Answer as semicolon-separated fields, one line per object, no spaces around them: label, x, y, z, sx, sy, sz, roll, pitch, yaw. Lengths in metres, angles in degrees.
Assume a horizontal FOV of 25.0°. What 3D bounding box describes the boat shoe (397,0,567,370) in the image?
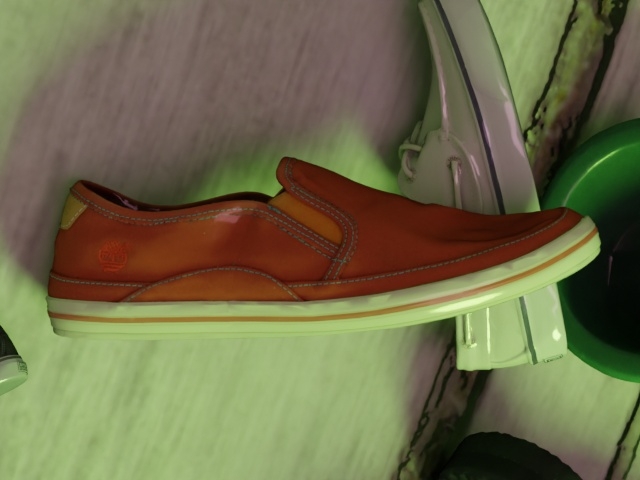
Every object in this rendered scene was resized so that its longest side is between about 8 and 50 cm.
boat shoe;0.093;-0.041;0.944;0.088;0.096;0.267;-14;106;7

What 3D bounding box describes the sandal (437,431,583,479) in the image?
sandal;0.251;0.290;1.055;0.107;0.167;0.446;-47;117;-27

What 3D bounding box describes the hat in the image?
hat;0.254;0.023;1.053;0.183;0.173;0.208;8;103;-67

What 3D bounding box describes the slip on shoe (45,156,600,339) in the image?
slip on shoe;0.000;0.000;0.856;0.331;0.123;0.101;-3;94;3

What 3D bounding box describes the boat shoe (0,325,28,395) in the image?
boat shoe;-0.245;0.092;0.852;0.142;0.049;0.040;-23;77;-15
